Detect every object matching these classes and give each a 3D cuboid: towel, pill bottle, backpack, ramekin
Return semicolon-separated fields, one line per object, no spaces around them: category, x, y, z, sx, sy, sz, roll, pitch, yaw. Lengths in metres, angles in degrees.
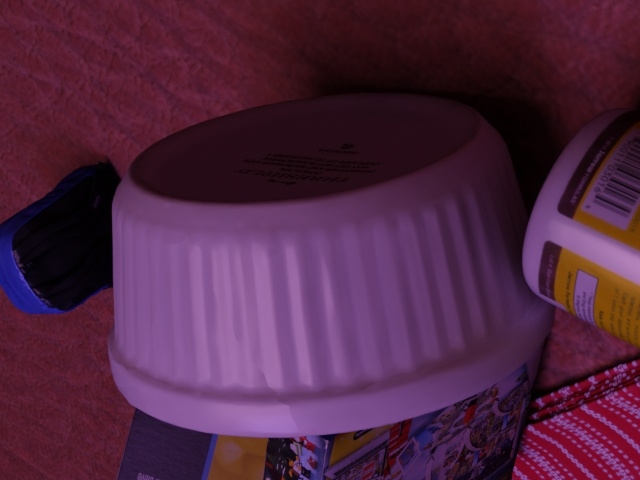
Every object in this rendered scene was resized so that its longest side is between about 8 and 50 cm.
towel;0.229;0.176;0.986;0.199;0.031;0.275;50;145;-4
pill bottle;0.223;0.020;0.764;0.215;0.117;0.117;28;141;26
backpack;-0.218;0.008;1.222;0.101;0.120;0.098;-14;114;52
ramekin;0.000;0.000;0.871;0.273;0.273;0.127;10;117;41

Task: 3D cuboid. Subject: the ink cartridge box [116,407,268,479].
ink cartridge box;-0.047;0.219;1.122;0.304;0.307;0.072;7;169;43

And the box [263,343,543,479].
box;0.054;0.133;0.923;0.044;0.233;0.159;29;126;31
